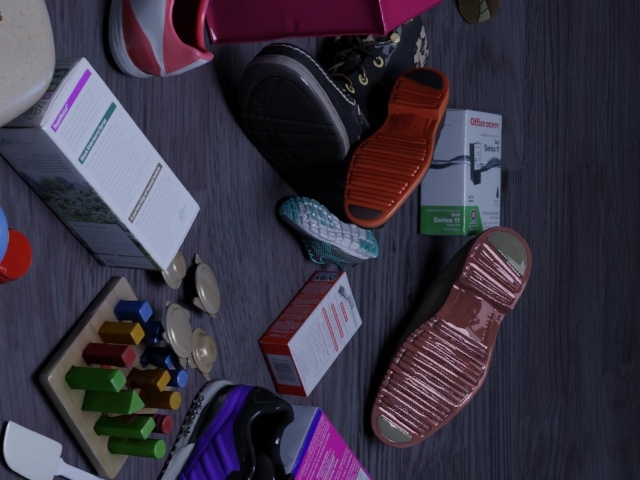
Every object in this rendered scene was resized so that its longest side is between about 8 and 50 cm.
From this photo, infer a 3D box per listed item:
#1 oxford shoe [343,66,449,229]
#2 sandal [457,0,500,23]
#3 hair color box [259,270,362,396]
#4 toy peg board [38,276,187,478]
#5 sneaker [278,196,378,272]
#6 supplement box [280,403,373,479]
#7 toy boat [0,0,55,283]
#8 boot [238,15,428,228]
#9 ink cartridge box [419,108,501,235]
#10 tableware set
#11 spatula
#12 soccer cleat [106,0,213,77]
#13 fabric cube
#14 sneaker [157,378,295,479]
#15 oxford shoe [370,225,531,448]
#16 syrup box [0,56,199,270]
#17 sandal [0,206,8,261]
[{"bbox_3d":[0.106,-0.102,1.491,0.098,0.097,0.271,82,30,-50],"label":"oxford shoe"},{"bbox_3d":[0.253,-0.442,1.962,0.180,0.072,0.049,48,31,-43],"label":"sandal"},{"bbox_3d":[-0.011,0.126,1.589,0.167,0.053,0.093,-48,130,-43],"label":"hair color box"},{"bbox_3d":[-0.201,0.151,1.258,0.160,0.079,0.161,-59,139,-42],"label":"toy peg board"},{"bbox_3d":[0.000,0.000,1.590,0.166,0.076,0.065,29,37,-31],"label":"sneaker"},{"bbox_3d":[-0.024,0.317,1.530,0.220,0.111,0.114,60,44,-42],"label":"supplement box"},{"bbox_3d":[-0.341,-0.105,0.987,0.267,0.148,0.318,-21,103,-55],"label":"toy boat"},{"bbox_3d":[0.033,-0.215,1.552,0.377,0.138,0.284,51,52,-52],"label":"boot"},{"bbox_3d":[0.235,-0.114,1.928,0.153,0.087,0.208,-4,95,-58],"label":"ink cartridge box"},{"bbox_3d":[-0.153,0.080,1.350,0.141,0.020,0.168,52,29,-54],"label":"tableware set"},{"bbox_3d":[-0.278,0.308,1.219,0.242,0.019,0.168,45,50,-51],"label":"spatula"},{"bbox_3d":[-0.160,-0.337,1.256,0.109,0.116,0.318,4,90,-58],"label":"soccer cleat"},{"bbox_3d":[0.013,-0.397,1.395,0.258,0.259,0.254,-38,125,-50],"label":"fabric cube"},{"bbox_3d":[-0.111,0.303,1.358,0.102,0.146,0.293,47,54,-49],"label":"sneaker"},{"bbox_3d":[0.199,0.161,1.849,0.140,0.146,0.397,39,74,-7],"label":"oxford shoe"},{"bbox_3d":[-0.232,-0.074,1.185,0.237,0.093,0.096,57,47,-43],"label":"syrup box"},{"bbox_3d":[-0.377,-0.022,0.818,0.317,0.138,0.126,14,106,-29],"label":"sandal"}]
